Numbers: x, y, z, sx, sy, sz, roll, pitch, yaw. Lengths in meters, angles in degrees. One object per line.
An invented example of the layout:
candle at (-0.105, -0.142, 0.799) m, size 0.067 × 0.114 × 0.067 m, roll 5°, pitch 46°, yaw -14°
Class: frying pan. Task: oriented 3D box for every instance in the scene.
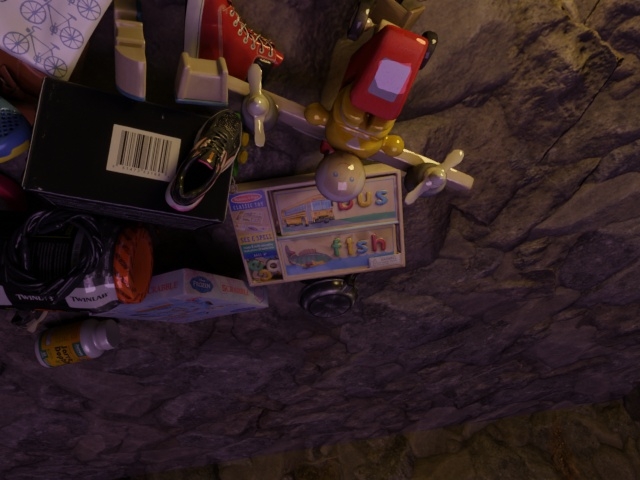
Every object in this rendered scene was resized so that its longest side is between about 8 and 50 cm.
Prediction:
frying pan at (0.080, 0.163, 1.475) m, size 0.326 × 0.053 × 0.197 m, roll -27°, pitch 137°, yaw 21°

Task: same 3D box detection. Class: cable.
cable at (-0.485, 0.016, 0.862) m, size 0.150 × 0.047 × 0.184 m, roll 42°, pitch 94°, yaw 1°

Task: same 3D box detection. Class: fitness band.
fitness band at (-0.785, -0.066, 1.023) m, size 0.290 × 0.054 × 0.209 m, roll -29°, pitch 138°, yaw 20°

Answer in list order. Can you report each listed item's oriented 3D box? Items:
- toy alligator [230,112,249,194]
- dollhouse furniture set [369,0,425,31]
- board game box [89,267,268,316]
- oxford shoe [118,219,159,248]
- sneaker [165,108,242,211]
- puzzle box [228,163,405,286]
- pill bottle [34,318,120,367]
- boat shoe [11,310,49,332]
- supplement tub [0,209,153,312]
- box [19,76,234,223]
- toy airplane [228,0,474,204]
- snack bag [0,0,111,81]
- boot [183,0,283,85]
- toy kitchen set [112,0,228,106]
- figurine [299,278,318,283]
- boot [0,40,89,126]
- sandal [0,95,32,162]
toy alligator at (-0.191, -0.174, 0.998) m, size 0.056 × 0.051 × 0.190 m, roll 18°, pitch 122°, yaw 13°
dollhouse furniture set at (0.122, -0.455, 0.805) m, size 0.151 × 0.123 × 0.144 m, roll 39°, pitch 126°, yaw 0°
board game box at (-0.355, 0.153, 1.217) m, size 0.318 × 0.066 × 0.318 m, roll -13°, pitch 162°, yaw 25°
oxford shoe at (-0.436, -0.035, 1.124) m, size 0.098 × 0.097 × 0.271 m, roll -21°, pitch 147°, yaw -52°
sneaker at (-0.169, -0.124, 0.721) m, size 0.072 × 0.178 × 0.077 m, roll 28°, pitch 167°, yaw -20°
puzzle box at (-0.001, -0.033, 1.149) m, size 0.408 × 0.052 × 0.272 m, roll -8°, pitch 119°, yaw 2°
pill bottle at (-0.713, 0.299, 1.391) m, size 0.208 × 0.118 × 0.118 m, roll -13°, pitch 139°, yaw 2°
boat shoe at (-0.784, 0.183, 1.275) m, size 0.073 × 0.080 × 0.223 m, roll 17°, pitch 136°, yaw -35°
supplement tub at (-0.543, 0.045, 0.981) m, size 0.338 × 0.207 × 0.207 m, roll 3°, pitch 138°, yaw -2°
box at (-0.334, -0.131, 0.853) m, size 0.296 × 0.183 × 0.294 m, roll 10°, pitch 174°, yaw -23°
toy airplane at (0.046, -0.183, 0.845) m, size 0.386 × 0.272 × 0.384 m, roll 2°, pitch 154°, yaw 32°
snack bag at (-0.411, -0.437, 0.612) m, size 0.323 × 0.037 × 0.342 m, roll 30°, pitch 103°, yaw -38°
boot at (-0.140, -0.374, 0.797) m, size 0.176 × 0.088 × 0.244 m, roll 2°, pitch 144°, yaw -16°
toy kitchen set at (-0.253, -0.288, 0.782) m, size 0.166 × 0.207 × 0.122 m, roll -2°, pitch 139°, yaw -23°
figurine at (0.000, 0.000, 1.247) m, size 0.214 × 0.092 × 0.209 m, roll -21°, pitch 134°, yaw 9°
boot at (-0.545, -0.318, 0.769) m, size 0.283 × 0.109 × 0.220 m, roll 23°, pitch 138°, yaw -33°
sandal at (-0.592, -0.233, 0.720) m, size 0.317 × 0.126 × 0.138 m, roll 30°, pitch 141°, yaw 1°
